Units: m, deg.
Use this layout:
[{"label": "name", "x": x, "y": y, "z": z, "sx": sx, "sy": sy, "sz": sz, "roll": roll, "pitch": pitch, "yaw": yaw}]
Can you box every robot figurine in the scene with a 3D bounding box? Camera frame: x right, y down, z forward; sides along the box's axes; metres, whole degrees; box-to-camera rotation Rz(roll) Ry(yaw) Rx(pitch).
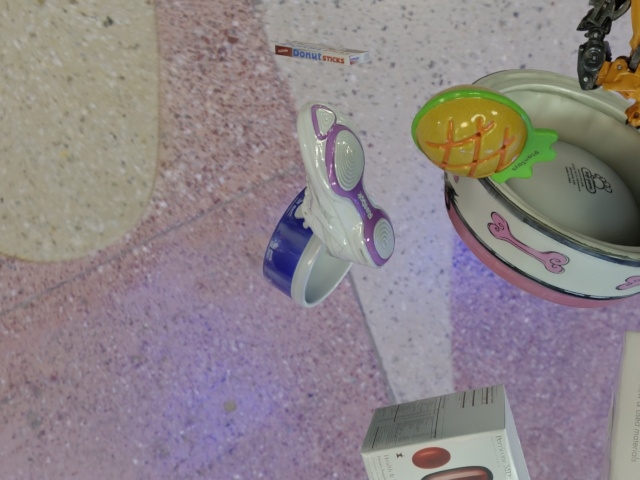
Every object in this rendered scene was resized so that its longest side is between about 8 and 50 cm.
[{"label": "robot figurine", "x": 0.396, "y": -0.252, "z": 0.835, "sx": 0.085, "sy": 0.211, "sz": 0.291, "roll": -15, "pitch": 131, "yaw": -47}]

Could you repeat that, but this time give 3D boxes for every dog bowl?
[{"label": "dog bowl", "x": 0.368, "y": -0.075, "z": 1.200, "sx": 0.408, "sy": 0.408, "sz": 0.150, "roll": -3, "pitch": 139, "yaw": -23}, {"label": "dog bowl", "x": 0.000, "y": 0.000, "z": 1.636, "sx": 0.265, "sy": 0.104, "sz": 0.265, "roll": -50, "pitch": 161, "yaw": -25}]

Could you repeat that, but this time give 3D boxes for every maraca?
[{"label": "maraca", "x": 0.195, "y": -0.121, "z": 0.951, "sx": 0.185, "sy": 0.099, "sz": 0.127, "roll": 20, "pitch": 144, "yaw": -24}]

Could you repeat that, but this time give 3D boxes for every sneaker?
[{"label": "sneaker", "x": 0.009, "y": -0.079, "z": 1.286, "sx": 0.114, "sy": 0.152, "sz": 0.305, "roll": -48, "pitch": 128, "yaw": -37}]

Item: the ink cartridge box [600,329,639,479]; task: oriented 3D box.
[{"label": "ink cartridge box", "x": 0.383, "y": 0.164, "z": 0.548, "sx": 0.207, "sy": 0.353, "sz": 0.119, "roll": 51, "pitch": 49, "yaw": -64}]

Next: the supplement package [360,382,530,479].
[{"label": "supplement package", "x": 0.189, "y": 0.339, "z": 1.153, "sx": 0.203, "sy": 0.149, "sz": 0.194, "roll": -15, "pitch": 100, "yaw": 15}]

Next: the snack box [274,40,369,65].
[{"label": "snack box", "x": 0.001, "y": -0.348, "z": 1.490, "sx": 0.064, "sy": 0.178, "sz": 0.022, "roll": -26, "pitch": 125, "yaw": -46}]
